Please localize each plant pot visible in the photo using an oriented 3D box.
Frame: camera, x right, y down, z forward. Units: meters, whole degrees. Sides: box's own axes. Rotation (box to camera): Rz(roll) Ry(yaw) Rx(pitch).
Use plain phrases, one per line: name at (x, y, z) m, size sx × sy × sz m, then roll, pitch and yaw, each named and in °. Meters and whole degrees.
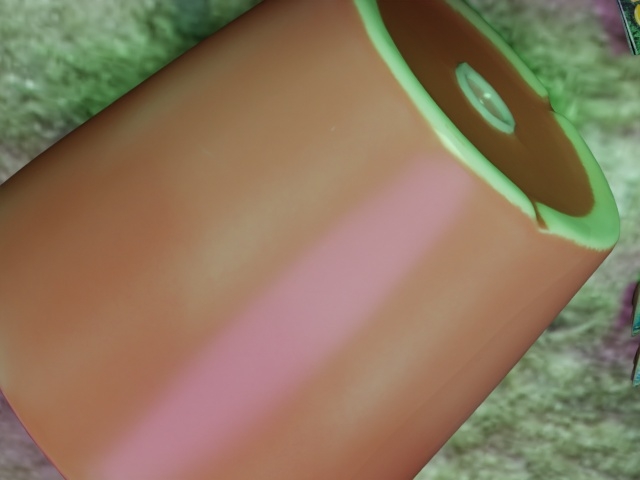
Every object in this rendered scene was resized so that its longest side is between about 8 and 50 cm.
plant pot at (0.000, 0.000, 0.716) m, size 0.275 × 0.275 × 0.243 m, roll 39°, pitch 115°, yaw -20°

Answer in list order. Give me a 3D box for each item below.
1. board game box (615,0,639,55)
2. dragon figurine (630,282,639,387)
board game box at (0.174, -0.215, 0.643) m, size 0.136 × 0.030 × 0.259 m, roll -15°, pitch 124°, yaw 19°
dragon figurine at (0.258, 0.025, 0.781) m, size 0.144 × 0.085 × 0.289 m, roll 7°, pitch 130°, yaw 5°
